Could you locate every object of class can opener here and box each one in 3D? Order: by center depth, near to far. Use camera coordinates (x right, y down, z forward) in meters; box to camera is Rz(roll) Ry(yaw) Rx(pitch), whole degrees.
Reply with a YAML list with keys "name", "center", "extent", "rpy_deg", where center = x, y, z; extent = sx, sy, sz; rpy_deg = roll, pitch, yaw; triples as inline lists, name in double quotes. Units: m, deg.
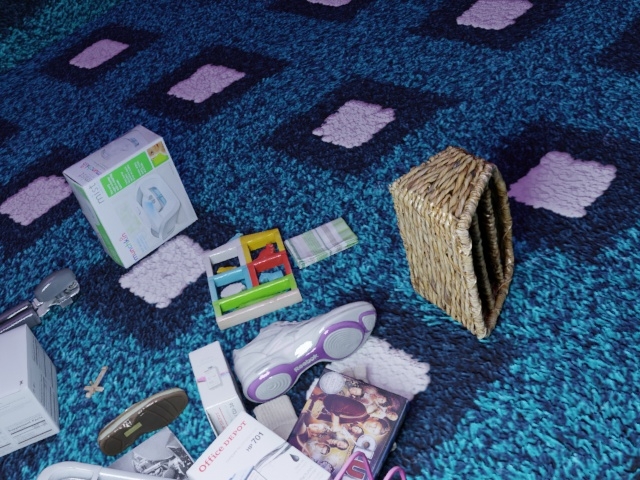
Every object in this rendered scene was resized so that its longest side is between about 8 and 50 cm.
- name: "can opener"
  center: [-0.702, 0.158, 1.944]
  extent: [0.283, 0.095, 0.076]
  rpy_deg: [-32, 39, -17]

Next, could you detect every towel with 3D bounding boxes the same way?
- name: "towel"
  center: [0.000, 0.000, 1.913]
  extent: [0.152, 0.023, 0.113]
  rpy_deg: [-25, 39, -8]

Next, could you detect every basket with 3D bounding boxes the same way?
- name: "basket"
  center: [0.296, -0.005, 1.575]
  extent: [0.213, 0.299, 0.223]
  rpy_deg: [-31, 37, -18]

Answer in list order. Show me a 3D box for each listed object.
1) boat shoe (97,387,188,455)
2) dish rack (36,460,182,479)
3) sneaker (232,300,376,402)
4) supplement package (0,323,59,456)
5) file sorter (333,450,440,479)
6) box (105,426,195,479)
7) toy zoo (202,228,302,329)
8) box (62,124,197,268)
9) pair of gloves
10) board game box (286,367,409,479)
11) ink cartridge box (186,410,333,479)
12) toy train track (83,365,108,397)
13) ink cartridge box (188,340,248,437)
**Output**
- name: "boat shoe"
  center: [-0.350, 0.338, 1.609]
  extent: [0.190, 0.068, 0.072]
  rpy_deg: [-29, 27, -13]
- name: "dish rack"
  center: [-0.296, 0.474, 1.258]
  extent: [0.332, 0.072, 0.285]
  rpy_deg: [10, 23, -4]
- name: "sneaker"
  center: [-0.037, 0.187, 1.622]
  extent: [0.305, 0.114, 0.152]
  rpy_deg: [-27, 40, -12]
- name: "supplement package"
  center: [-0.690, 0.328, 1.690]
  extent: [0.261, 0.145, 0.204]
  rpy_deg: [-22, 38, -5]
- name: "file sorter"
  center: [0.139, 0.454, 1.167]
  extent: [0.290, 0.182, 0.202]
  rpy_deg: [13, 47, 34]
- name: "box"
  center: [-0.319, 0.458, 1.451]
  extent: [0.231, 0.056, 0.183]
  rpy_deg: [-32, 40, -18]
- name: "toy zoo"
  center: [-0.164, 0.069, 1.888]
  extent: [0.192, 0.030, 0.293]
  rpy_deg: [-19, 38, -1]
- name: "box"
  center: [-0.467, -0.110, 2.044]
  extent: [0.231, 0.262, 0.126]
  rpy_deg: [-37, 42, -24]
- name: "pair of gloves"
  center: [-0.001, 0.332, 1.489]
  extent: [0.240, 0.042, 0.204]
  rpy_deg: [-19, 38, 0]
- name: "board game box"
  center: [0.030, 0.350, 1.402]
  extent: [0.165, 0.042, 0.243]
  rpy_deg: [17, 56, 20]
- name: "ink cartridge box"
  center: [-0.094, 0.385, 1.312]
  extent: [0.190, 0.082, 0.140]
  rpy_deg: [30, 61, 25]
- name: "toy train track"
  center: [-0.474, 0.296, 1.748]
  extent: [0.048, 0.014, 0.083]
  rpy_deg: [0, 41, 21]
- name: "ink cartridge box"
  center: [-0.181, 0.299, 1.544]
  extent: [0.067, 0.115, 0.198]
  rpy_deg: [-22, 39, -6]
